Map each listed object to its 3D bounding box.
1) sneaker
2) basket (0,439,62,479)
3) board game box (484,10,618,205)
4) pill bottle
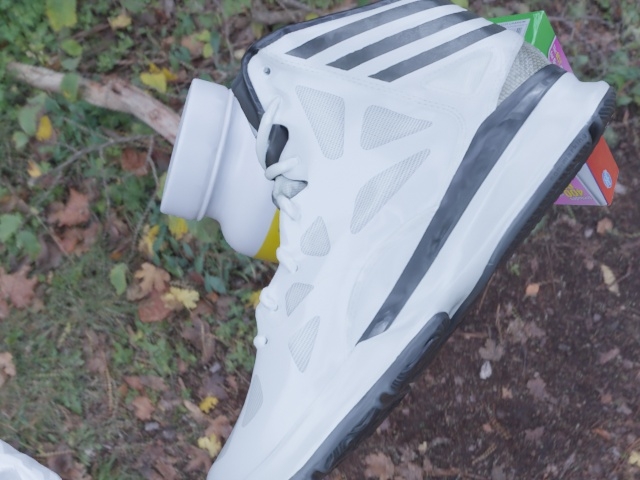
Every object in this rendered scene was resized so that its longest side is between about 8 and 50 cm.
[{"bbox_3d":[0.001,0.000,0.634,0.257,0.169,0.447,38,94,15],"label":"sneaker"},{"bbox_3d":[-0.314,0.305,0.557,0.331,0.266,0.328,29,63,10],"label":"basket"},{"bbox_3d":[0.234,-0.159,1.043,0.242,0.316,0.064,4,62,40],"label":"board game box"},{"bbox_3d":[0.010,-0.058,0.822,0.334,0.188,0.187,14,59,-13],"label":"pill bottle"}]
